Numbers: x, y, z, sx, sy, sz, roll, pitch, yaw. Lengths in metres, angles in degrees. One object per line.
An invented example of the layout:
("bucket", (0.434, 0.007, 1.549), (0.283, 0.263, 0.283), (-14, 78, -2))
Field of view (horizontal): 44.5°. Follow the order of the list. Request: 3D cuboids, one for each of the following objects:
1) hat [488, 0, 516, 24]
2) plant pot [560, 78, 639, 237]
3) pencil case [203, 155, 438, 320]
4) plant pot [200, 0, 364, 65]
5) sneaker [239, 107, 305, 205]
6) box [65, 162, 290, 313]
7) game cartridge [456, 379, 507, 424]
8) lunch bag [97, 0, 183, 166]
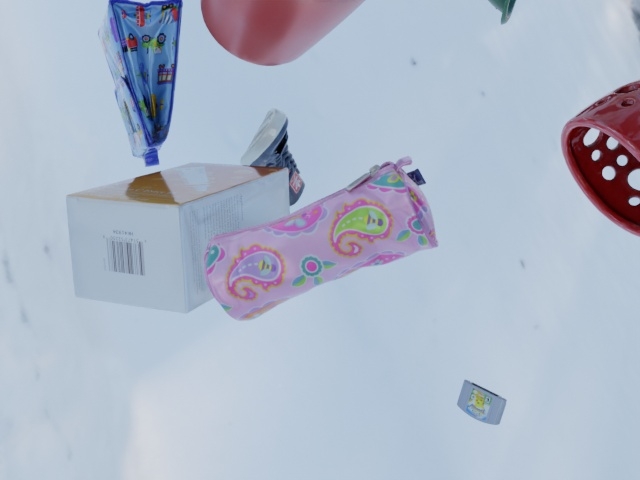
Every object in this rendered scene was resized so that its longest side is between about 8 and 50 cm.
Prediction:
("hat", (0.327, -0.568, 1.636), (0.208, 0.184, 0.173), (72, 39, -69))
("plant pot", (0.434, -0.125, 0.995), (0.191, 0.174, 0.191), (51, -5, 7))
("pencil case", (0.000, 0.000, 0.954), (0.124, 0.284, 0.124), (-23, 90, -78))
("plant pot", (-0.058, -0.404, 1.168), (0.275, 0.243, 0.274), (8, 68, -20))
("sneaker", (-0.091, -0.155, 1.661), (0.148, 0.350, 0.131), (30, 68, -4))
("box", (-0.220, -0.020, 1.310), (0.345, 0.215, 0.168), (-30, 122, -62))
("game cartridge", (0.277, 0.282, 1.352), (0.017, 0.083, 0.056), (-5, 112, -50))
("lunch bag", (-0.333, -0.288, 1.498), (0.138, 0.221, 0.293), (-7, 92, -21))
